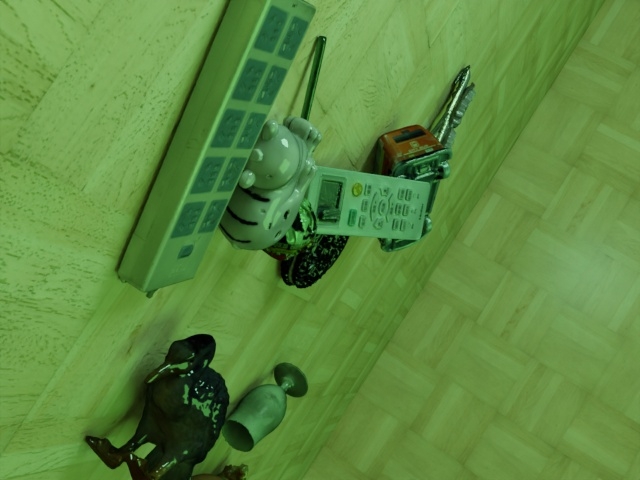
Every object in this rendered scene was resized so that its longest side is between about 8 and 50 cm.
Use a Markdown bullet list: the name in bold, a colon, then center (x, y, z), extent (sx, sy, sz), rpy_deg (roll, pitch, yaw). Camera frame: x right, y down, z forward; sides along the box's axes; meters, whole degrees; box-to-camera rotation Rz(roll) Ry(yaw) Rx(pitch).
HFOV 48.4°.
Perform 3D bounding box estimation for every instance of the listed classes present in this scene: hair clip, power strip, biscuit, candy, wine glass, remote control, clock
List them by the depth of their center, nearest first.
- **power strip**: center (-0.112, -0.095, 0.740), extent (0.368, 0.043, 0.106), rpy_deg (-63, 163, 17)
- **clock**: center (-0.072, -0.064, 0.849), extent (0.176, 0.080, 0.117), rpy_deg (-64, 163, 18)
- **candy**: center (-0.024, -0.113, 0.928), extent (0.091, 0.083, 0.306), rpy_deg (1, 119, -28)
- **remote control**: center (0.077, -0.058, 1.168), extent (0.293, 0.051, 0.103), rpy_deg (3, 99, -45)
- **biscuit**: center (0.000, 0.000, 1.227), extent (0.194, 0.053, 0.195), rpy_deg (-51, 162, -24)
- **wine glass**: center (-0.113, 0.339, 1.452), extent (0.202, 0.092, 0.093), rpy_deg (-37, 154, -51)
- **hair clip**: center (0.266, -0.246, 1.542), extent (0.292, 0.084, 0.106), rpy_deg (-62, -178, -3)

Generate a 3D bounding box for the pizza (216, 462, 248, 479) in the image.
- **pizza**: center (-0.228, 0.605, 1.448), extent (0.439, 0.130, 0.406), rpy_deg (-29, -156, 11)

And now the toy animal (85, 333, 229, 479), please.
- **toy animal**: center (-0.201, 0.246, 0.961), extent (0.185, 0.122, 0.298), rpy_deg (-51, 155, -35)

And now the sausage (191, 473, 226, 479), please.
- **sausage**: center (-0.265, 0.507, 1.258), extent (0.121, 0.121, 0.304), rpy_deg (-61, 162, 11)

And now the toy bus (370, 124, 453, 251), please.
- **toy bus**: center (0.157, -0.096, 1.363), extent (0.121, 0.120, 0.265), rpy_deg (-19, 146, -17)
